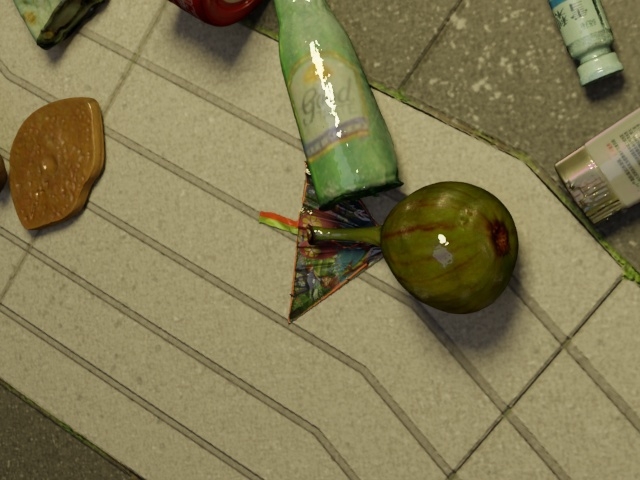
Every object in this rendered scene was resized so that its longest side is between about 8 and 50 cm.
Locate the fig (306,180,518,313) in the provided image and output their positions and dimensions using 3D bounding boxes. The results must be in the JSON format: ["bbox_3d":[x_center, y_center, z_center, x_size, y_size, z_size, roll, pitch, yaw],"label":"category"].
[{"bbox_3d":[0.102,0.013,0.986,0.259,0.151,0.151,-6,95,47],"label":"fig"}]

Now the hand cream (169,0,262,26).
[{"bbox_3d":[-0.125,-0.355,0.985,0.125,0.193,0.193,35,108,13],"label":"hand cream"}]

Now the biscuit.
[{"bbox_3d":[-0.375,-0.111,1.207,0.142,0.029,0.220,34,110,15],"label":"biscuit"}]

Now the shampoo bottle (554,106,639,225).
[{"bbox_3d":[0.362,-0.108,0.887,0.227,0.056,0.086,-35,85,23],"label":"shampoo bottle"}]

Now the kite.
[{"bbox_3d":[0.000,0.000,1.075,0.183,0.014,0.241,16,104,20],"label":"kite"}]

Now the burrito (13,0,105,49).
[{"bbox_3d":[-0.391,-0.387,1.148,0.144,0.089,0.229,-40,83,19],"label":"burrito"}]

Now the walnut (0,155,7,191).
[{"bbox_3d":[-0.563,-0.150,1.199,0.238,0.204,0.141,-3,64,15],"label":"walnut"}]

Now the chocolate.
[{"bbox_3d":[0.005,-0.187,1.005,0.110,0.110,0.291,-19,87,23],"label":"chocolate"}]

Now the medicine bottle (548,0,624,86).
[{"bbox_3d":[0.267,-0.261,0.909,0.051,0.051,0.191,-20,89,23],"label":"medicine bottle"}]
